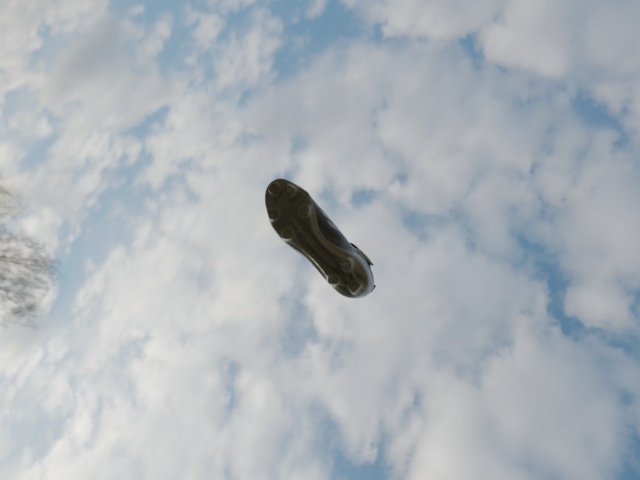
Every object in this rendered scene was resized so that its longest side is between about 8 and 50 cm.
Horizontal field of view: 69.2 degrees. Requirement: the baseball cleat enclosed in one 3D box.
[{"bbox_3d":[0.000,0.000,0.662,0.072,0.109,0.206,-40,-102,13],"label":"baseball cleat"}]
